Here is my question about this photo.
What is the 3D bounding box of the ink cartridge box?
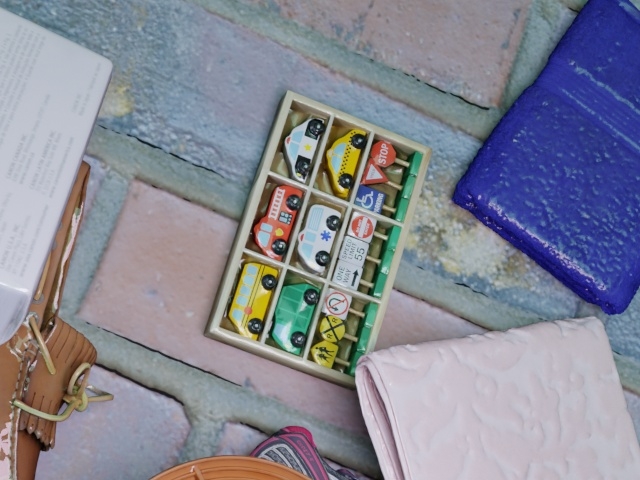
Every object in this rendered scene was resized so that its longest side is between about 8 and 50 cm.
[{"bbox_3d":[-0.395,-0.113,1.389,0.385,0.091,0.308,24,45,-13],"label":"ink cartridge box"}]

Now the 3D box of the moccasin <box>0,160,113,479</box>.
[{"bbox_3d":[-0.264,0.103,1.500,0.147,0.139,0.380,2,68,-7],"label":"moccasin"}]

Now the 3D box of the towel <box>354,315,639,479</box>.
[{"bbox_3d":[0.198,0.241,1.579,0.331,0.053,0.317,-6,77,-41],"label":"towel"}]

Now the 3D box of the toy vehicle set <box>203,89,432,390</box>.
[{"bbox_3d":[0.000,0.000,1.642,0.166,0.035,0.267,20,73,-11],"label":"toy vehicle set"}]

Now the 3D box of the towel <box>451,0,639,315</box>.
[{"bbox_3d":[0.307,-0.095,1.738,0.227,0.076,0.308,37,71,2],"label":"towel"}]

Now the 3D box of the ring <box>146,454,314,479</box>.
[{"bbox_3d":[-0.068,0.350,1.373,0.336,0.032,0.337,7,77,-31],"label":"ring"}]

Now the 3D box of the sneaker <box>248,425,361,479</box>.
[{"bbox_3d":[0.048,0.300,1.549,0.299,0.121,0.112,43,56,-9],"label":"sneaker"}]
